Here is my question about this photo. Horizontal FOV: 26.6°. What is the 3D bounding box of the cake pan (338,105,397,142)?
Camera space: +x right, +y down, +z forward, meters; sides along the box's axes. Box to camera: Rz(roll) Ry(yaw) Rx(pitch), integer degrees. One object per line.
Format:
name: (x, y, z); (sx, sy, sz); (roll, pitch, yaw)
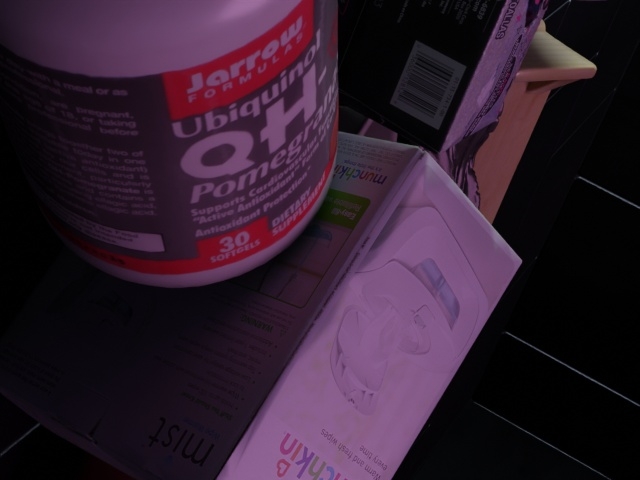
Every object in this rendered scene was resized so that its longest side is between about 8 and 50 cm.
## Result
cake pan: (0.000, 0.000, 1.280); (0.293, 0.054, 0.293); (19, 90, -79)

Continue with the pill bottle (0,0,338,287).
pill bottle: (-0.078, -0.119, 0.626); (0.176, 0.176, 0.318); (-55, 164, -22)

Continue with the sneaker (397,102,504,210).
sneaker: (0.110, -0.112, 1.424); (0.130, 0.109, 0.286); (-8, 115, -28)

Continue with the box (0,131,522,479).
box: (-0.053, 0.048, 0.834); (0.127, 0.262, 0.231); (43, 72, -38)

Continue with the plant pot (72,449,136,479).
plant pot: (-0.067, 0.164, 1.080); (0.275, 0.275, 0.243); (-38, 145, -57)

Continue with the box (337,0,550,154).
box: (0.102, -0.221, 1.074); (0.142, 0.163, 0.247); (-33, 149, -59)

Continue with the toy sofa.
toy sofa: (0.158, -0.096, 1.605); (0.150, 0.177, 0.363); (-9, 131, -41)
